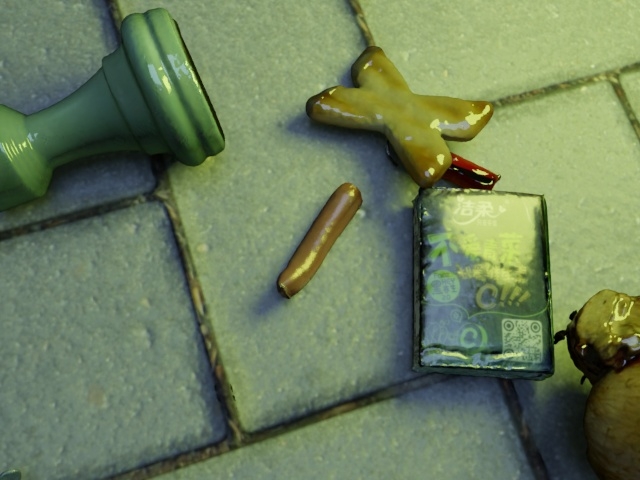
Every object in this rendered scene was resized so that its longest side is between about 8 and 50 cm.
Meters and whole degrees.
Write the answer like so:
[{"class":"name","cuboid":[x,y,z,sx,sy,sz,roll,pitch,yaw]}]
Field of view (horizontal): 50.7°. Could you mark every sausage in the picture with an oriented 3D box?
[{"class":"sausage","cuboid":[-0.001,-0.001,0.862,0.040,0.047,0.176,37,71,-6]}]

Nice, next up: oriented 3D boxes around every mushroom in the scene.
[{"class":"mushroom","cuboid":[0.398,0.175,0.755,0.283,0.195,0.263,35,76,-5]}]

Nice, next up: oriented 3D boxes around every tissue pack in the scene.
[{"class":"tissue pack","cuboid":[0.202,0.053,0.853,0.173,0.073,0.235,3,72,-5]}]

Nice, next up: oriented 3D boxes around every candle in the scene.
[{"class":"candle","cuboid":[0.161,-0.102,0.917,0.162,0.053,0.048,27,116,8]}]

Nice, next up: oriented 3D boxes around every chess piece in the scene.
[{"class":"chess piece","cuboid":[-0.284,-0.141,0.819,0.299,0.194,0.194,-23,76,-2]}]

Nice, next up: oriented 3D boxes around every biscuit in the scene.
[{"class":"biscuit","cuboid":[0.104,-0.169,0.900,0.208,0.047,0.164,34,65,19]}]

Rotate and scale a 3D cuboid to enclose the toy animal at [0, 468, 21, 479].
[{"class":"toy animal","cuboid":[-0.345,0.354,0.644,0.176,0.239,0.255,-16,110,3]}]
